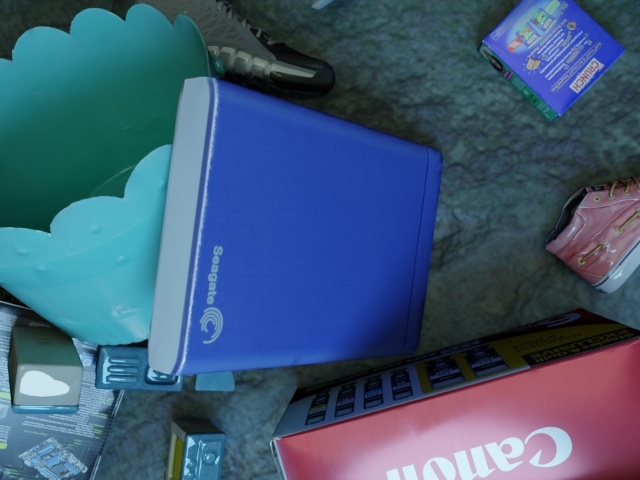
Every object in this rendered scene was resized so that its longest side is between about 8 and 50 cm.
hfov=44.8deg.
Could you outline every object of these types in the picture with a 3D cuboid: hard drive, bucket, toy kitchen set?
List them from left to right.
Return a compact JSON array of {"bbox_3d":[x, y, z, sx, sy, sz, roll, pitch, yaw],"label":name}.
[{"bbox_3d":[-0.192,-0.055,0.690,0.281,0.183,0.281,-10,50,12],"label":"bucket"},{"bbox_3d":[-0.185,0.179,0.725,0.207,0.122,0.166,6,97,-24],"label":"toy kitchen set"},{"bbox_3d":[0.000,0.000,0.669,0.040,0.318,0.210,8,91,38],"label":"hard drive"}]

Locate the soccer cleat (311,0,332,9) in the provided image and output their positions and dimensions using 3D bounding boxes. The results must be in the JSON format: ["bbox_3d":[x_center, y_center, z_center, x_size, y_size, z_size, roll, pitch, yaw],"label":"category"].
[{"bbox_3d":[-0.085,-0.358,0.757,0.331,0.116,0.143,35,79,3],"label":"soccer cleat"}]

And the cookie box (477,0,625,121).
[{"bbox_3d":[0.227,-0.188,0.771,0.092,0.040,0.107,-45,86,4],"label":"cookie box"}]

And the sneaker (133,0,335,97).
[{"bbox_3d":[-0.087,-0.227,0.782,0.228,0.086,0.132,13,89,6],"label":"sneaker"}]

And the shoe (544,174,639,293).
[{"bbox_3d":[0.298,-0.040,0.753,0.081,0.063,0.178,36,98,-1],"label":"shoe"}]

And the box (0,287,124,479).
[{"bbox_3d":[-0.338,0.154,0.756,0.270,0.060,0.216,18,93,-25],"label":"box"}]

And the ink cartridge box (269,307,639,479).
[{"bbox_3d":[0.128,0.171,0.664,0.309,0.272,0.130,-17,89,4],"label":"ink cartridge box"}]
